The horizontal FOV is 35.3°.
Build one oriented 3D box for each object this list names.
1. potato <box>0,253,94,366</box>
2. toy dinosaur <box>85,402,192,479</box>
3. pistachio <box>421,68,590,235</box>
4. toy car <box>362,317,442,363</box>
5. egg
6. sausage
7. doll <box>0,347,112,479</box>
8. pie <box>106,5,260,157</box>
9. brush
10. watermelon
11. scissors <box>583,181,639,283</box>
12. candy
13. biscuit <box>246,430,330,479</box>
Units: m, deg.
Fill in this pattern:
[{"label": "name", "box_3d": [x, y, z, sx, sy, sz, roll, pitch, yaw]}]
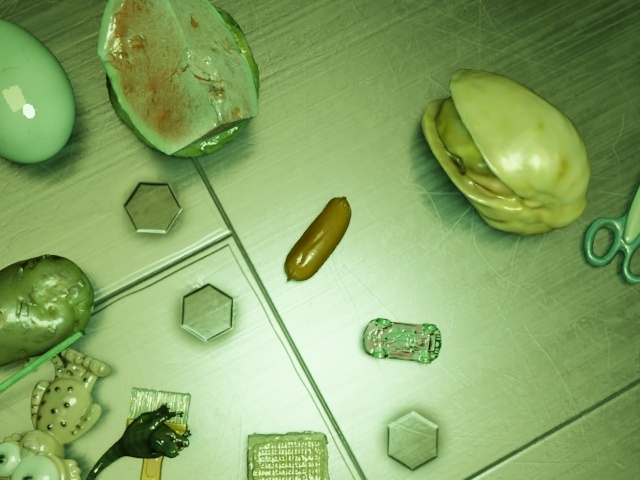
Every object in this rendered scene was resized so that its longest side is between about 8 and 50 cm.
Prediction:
[{"label": "potato", "box_3d": [-0.495, 0.117, 1.618, 0.262, 0.165, 0.165, -17, 83, -12]}, {"label": "toy dinosaur", "box_3d": [-0.301, 0.326, 1.593, 0.179, 0.187, 0.087, -19, 82, -33]}, {"label": "pistachio", "box_3d": [0.318, -0.150, 1.696, 0.321, 0.229, 0.238, 46, 39, 8]}, {"label": "toy car", "box_3d": [0.138, 0.170, 1.713, 0.142, 0.055, 0.069, 8, 89, -14]}, {"label": "egg", "box_3d": [-0.511, -0.250, 1.663, 0.183, 0.183, 0.264, -27, 78, -8]}, {"label": "sausage", "box_3d": [0.000, 0.000, 1.729, 0.062, 0.054, 0.183, 45, 77, -25]}, {"label": "doll", "box_3d": [-0.439, 0.308, 1.621, 0.154, 0.119, 0.278, 13, 74, 12]}, {"label": "pie", "box_3d": [-0.234, -0.281, 1.748, 0.277, 0.078, 0.277, 0, 87, -5]}, {"label": "brush", "box_3d": [-0.282, 0.385, 1.670, 0.103, 0.013, 0.272, 7, 82, -3]}, {"label": "watermelon", "box_3d": [-0.233, -0.307, 1.620, 0.224, 0.180, 0.305, -27, 93, -19]}, {"label": "scissors", "box_3d": [0.574, -0.068, 1.788, 0.138, 0.041, 0.289, 25, 81, 8]}, {"label": "candy", "box_3d": [-0.495, 0.228, 1.582, 0.335, 0.092, 0.093, -32, 121, 17]}, {"label": "biscuit", "box_3d": [-0.047, 0.526, 1.632, 0.144, 0.078, 0.426, -2, 82, -6]}]
